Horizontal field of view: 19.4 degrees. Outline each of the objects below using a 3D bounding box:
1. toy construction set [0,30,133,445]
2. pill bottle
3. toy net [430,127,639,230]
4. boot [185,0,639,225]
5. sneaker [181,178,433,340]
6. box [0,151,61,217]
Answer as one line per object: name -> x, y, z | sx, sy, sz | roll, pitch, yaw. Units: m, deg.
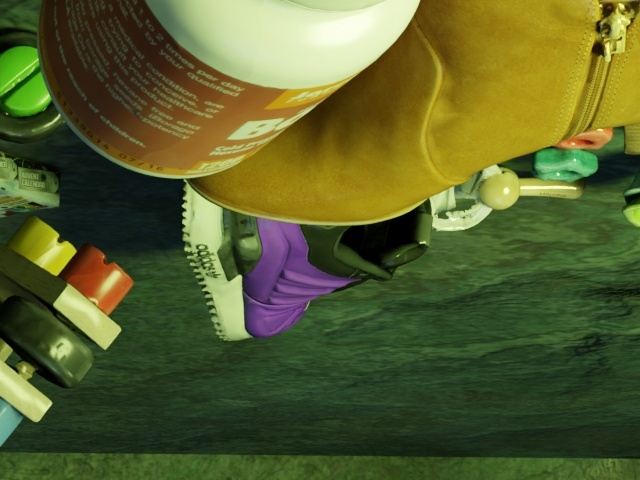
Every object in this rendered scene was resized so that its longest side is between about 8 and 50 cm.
toy construction set -> -0.243, 0.042, 1.039 | 0.257, 0.309, 0.237 | 13, 169, -11
pill bottle -> -0.031, -0.106, 0.738 | 0.121, 0.121, 0.216 | 7, 165, -21
toy net -> 0.136, -0.033, 1.164 | 0.232, 0.045, 0.122 | -6, 164, 27
boot -> 0.056, -0.094, 0.859 | 0.295, 0.104, 0.211 | -6, 160, 8
sneaker -> 0.000, 0.001, 1.197 | 0.146, 0.102, 0.293 | -1, 166, 5
box -> -0.253, -0.035, 1.232 | 0.137, 0.027, 0.094 | -9, 164, 35
